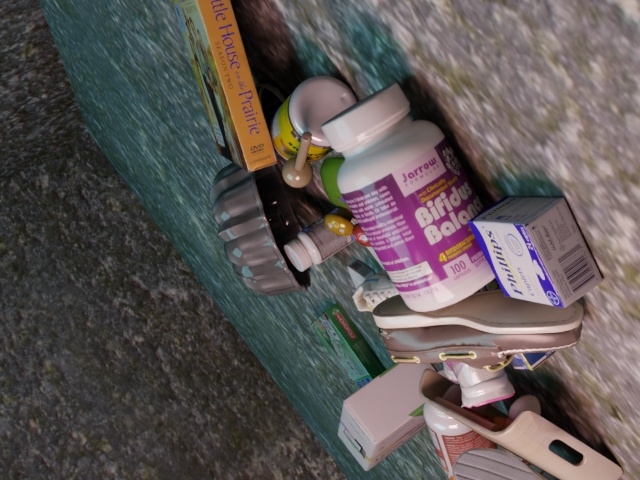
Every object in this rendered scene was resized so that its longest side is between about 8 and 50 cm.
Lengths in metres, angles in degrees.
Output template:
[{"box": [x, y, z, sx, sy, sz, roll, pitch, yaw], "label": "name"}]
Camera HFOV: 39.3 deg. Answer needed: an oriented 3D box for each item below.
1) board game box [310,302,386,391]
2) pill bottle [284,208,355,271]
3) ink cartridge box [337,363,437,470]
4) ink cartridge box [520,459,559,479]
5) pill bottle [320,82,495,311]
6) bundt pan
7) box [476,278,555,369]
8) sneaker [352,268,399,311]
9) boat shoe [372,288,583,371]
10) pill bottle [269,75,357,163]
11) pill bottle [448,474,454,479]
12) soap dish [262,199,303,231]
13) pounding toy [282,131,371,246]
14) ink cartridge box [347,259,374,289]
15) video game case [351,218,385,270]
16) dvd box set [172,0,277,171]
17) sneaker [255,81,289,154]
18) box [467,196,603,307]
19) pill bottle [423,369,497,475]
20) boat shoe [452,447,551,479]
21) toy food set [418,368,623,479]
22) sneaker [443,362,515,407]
[{"box": [0.097, 0.315, 2.280, 0.317, 0.046, 0.213, 55, 164, 5], "label": "board game box"}, {"box": [0.000, 0.000, 1.807, 0.078, 0.137, 0.078, 50, 162, 23], "label": "pill bottle"}, {"box": [0.153, 0.378, 1.964, 0.117, 0.201, 0.278, 51, 163, 20], "label": "ink cartridge box"}, {"box": [0.428, 0.450, 1.562, 0.115, 0.067, 0.198, 60, 163, -8], "label": "ink cartridge box"}, {"box": [0.128, -0.064, 1.275, 0.301, 0.169, 0.169, 59, 163, -10], "label": "pill bottle"}, {"box": [-0.136, -0.026, 1.923, 0.331, 0.124, 0.330, -20, -90, -82], "label": "bundt pan"}, {"box": [0.285, 0.115, 1.368, 0.168, 0.054, 0.059, 56, 164, -2], "label": "box"}, {"box": [0.141, 0.111, 1.698, 0.087, 0.092, 0.229, 61, 162, -10], "label": "sneaker"}, {"box": [0.227, 0.134, 1.295, 0.325, 0.117, 0.096, -3, 111, 36], "label": "boat shoe"}, {"box": [-0.018, -0.197, 1.528, 0.117, 0.117, 0.215, 57, 164, -2], "label": "pill bottle"}, {"box": [0.350, 0.528, 1.897, 0.152, 0.086, 0.086, 45, 160, 32], "label": "pill bottle"}, {"box": [-0.141, -0.016, 2.211, 0.228, 0.118, 0.291, 58, 164, -7], "label": "soap dish"}, {"box": [0.042, -0.059, 1.453, 0.237, 0.110, 0.183, 26, 167, -5], "label": "pounding toy"}, {"box": [0.100, 0.101, 1.905, 0.063, 0.029, 0.115, 35, 154, 51], "label": "ink cartridge box"}, {"box": [0.095, -0.028, 1.697, 0.157, 0.019, 0.143, 53, 163, 12], "label": "video game case"}, {"box": [-0.195, -0.347, 1.633, 0.307, 0.062, 0.420, -143, 36, -69], "label": "dvd box set"}, {"box": [-0.087, -0.222, 1.709, 0.235, 0.097, 0.084, 43, 158, 38], "label": "sneaker"}, {"box": [0.277, 0.012, 1.167, 0.126, 0.072, 0.137, 61, 163, -13], "label": "box"}, {"box": [0.269, 0.354, 1.739, 0.121, 0.121, 0.216, 37, 154, 48], "label": "pill bottle"}, {"box": [0.353, 0.438, 1.465, 0.302, 0.109, 0.094, 20, 156, 40], "label": "boat shoe"}, {"box": [0.324, 0.302, 1.491, 0.220, 0.092, 0.306, 33, 173, -21], "label": "toy food set"}, {"box": [0.249, 0.176, 1.460, 0.252, 0.103, 0.111, -111, 4, -80], "label": "sneaker"}]
